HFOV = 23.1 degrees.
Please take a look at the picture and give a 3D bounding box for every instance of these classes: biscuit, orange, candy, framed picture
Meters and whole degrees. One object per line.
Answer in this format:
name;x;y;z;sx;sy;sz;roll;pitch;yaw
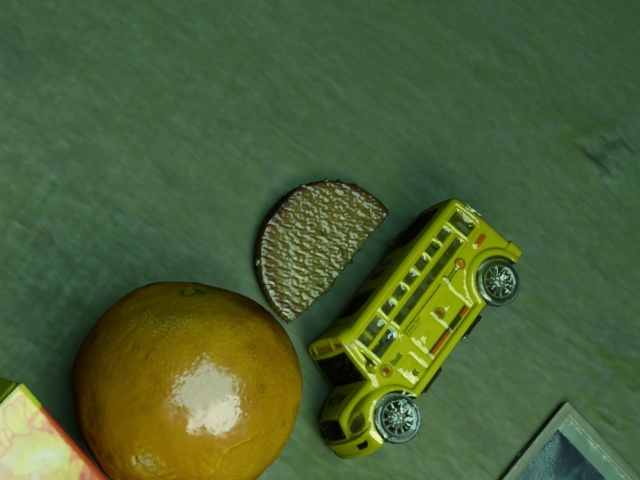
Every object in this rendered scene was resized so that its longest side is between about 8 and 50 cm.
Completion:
biscuit;-0.012;-0.003;1.957;0.126;0.025;0.206;46;68;-9
orange;-0.149;0.166;1.753;0.261;0.261;0.261;4;80;-21
candy;-0.312;0.292;1.719;0.146;0.088;0.276;-48;116;-22
framed picture;0.301;0.376;2.018;0.209;0.019;0.281;45;69;-8

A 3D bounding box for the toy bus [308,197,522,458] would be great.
toy bus;0.100;0.110;1.919;0.152;0.144;0.330;43;68;-10
